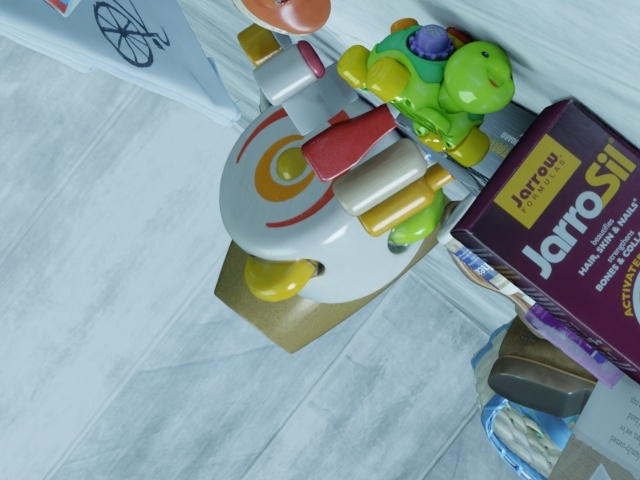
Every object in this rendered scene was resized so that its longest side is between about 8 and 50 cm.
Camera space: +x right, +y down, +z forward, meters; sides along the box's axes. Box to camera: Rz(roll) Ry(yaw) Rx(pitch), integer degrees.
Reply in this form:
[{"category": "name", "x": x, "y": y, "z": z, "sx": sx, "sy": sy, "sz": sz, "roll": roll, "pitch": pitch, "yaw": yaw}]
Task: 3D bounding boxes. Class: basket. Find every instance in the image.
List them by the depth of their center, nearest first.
[{"category": "basket", "x": 0.317, "y": 0.220, "z": 2.346, "sx": 0.255, "sy": 0.201, "sz": 0.289, "roll": 40, "pitch": -173, "yaw": -29}]

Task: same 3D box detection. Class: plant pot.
[{"category": "plant pot", "x": 0.000, "y": 0.000, "z": 2.316, "sx": 0.237, "sy": 0.254, "sz": 0.237, "roll": 37, "pitch": 178, "yaw": 1}]

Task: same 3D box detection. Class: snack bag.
[{"category": "snack bag", "x": -0.228, "y": -0.245, "z": 1.541, "sx": 0.342, "sy": 0.037, "sz": 0.323, "roll": 19, "pitch": -144, "yaw": -55}]

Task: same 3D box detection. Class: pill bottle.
[{"category": "pill bottle", "x": 0.178, "y": 0.010, "z": 1.927, "sx": 0.120, "sy": 0.067, "sz": 0.067, "roll": 38, "pitch": 178, "yaw": -5}]

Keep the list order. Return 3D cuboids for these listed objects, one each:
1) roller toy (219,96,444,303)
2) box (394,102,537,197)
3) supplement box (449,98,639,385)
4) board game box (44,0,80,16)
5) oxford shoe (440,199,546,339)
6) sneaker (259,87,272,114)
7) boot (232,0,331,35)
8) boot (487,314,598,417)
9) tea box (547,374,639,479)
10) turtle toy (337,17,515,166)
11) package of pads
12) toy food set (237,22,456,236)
[{"category": "roller toy", "x": 0.000, "y": -0.046, "z": 1.974, "sx": 0.146, "sy": 0.209, "sz": 0.191, "roll": 41, "pitch": -163, "yaw": -47}, {"category": "box", "x": 0.179, "y": -0.015, "z": 1.386, "sx": 0.231, "sy": 0.056, "sz": 0.183, "roll": 40, "pitch": 177, "yaw": -39}, {"category": "supplement box", "x": 0.184, "y": 0.013, "z": 1.192, "sx": 0.188, "sy": 0.104, "sz": 0.081, "roll": 38, "pitch": 178, "yaw": -3}, {"category": "board game box", "x": -0.240, "y": -0.294, "z": 1.280, "sx": 0.275, "sy": 0.142, "sz": 0.144, "roll": 39, "pitch": 180, "yaw": -29}, {"category": "oxford shoe", "x": 0.207, "y": 0.024, "z": 2.022, "sx": 0.212, "sy": 0.076, "sz": 0.076, "roll": 38, "pitch": 152, "yaw": -29}, {"category": "sneaker", "x": -0.001, "y": -0.123, "z": 2.158, "sx": 0.185, "sy": 0.069, "sz": 0.084, "roll": 16, "pitch": 138, "yaw": 43}, {"category": "boot", "x": -0.028, "y": -0.181, "z": 1.351, "sx": 0.085, "sy": 0.059, "sz": 0.158, "roll": 30, "pitch": 173, "yaw": 41}, {"category": "boot", "x": 0.341, "y": 0.151, "z": 2.112, "sx": 0.305, "sy": 0.115, "sz": 0.112, "roll": 21, "pitch": 155, "yaw": 3}, {"category": "tea box", "x": 0.351, "y": 0.256, "z": 1.357, "sx": 0.324, "sy": 0.220, "sz": 0.329, "roll": 25, "pitch": -177, "yaw": -21}, {"category": "turtle toy", "x": 0.075, "y": -0.097, "z": 1.212, "sx": 0.095, "sy": 0.066, "sz": 0.130, "roll": 37, "pitch": 179, "yaw": -24}, {"category": "package of pads", "x": 0.189, "y": 0.061, "z": 1.380, "sx": 0.083, "sy": 0.050, "sz": 0.032, "roll": 38, "pitch": -176, "yaw": -24}, {"category": "toy food set", "x": 0.029, "y": -0.116, "z": 1.798, "sx": 0.232, "sy": 0.104, "sz": 0.111, "roll": 56, "pitch": -171, "yaw": -10}]
